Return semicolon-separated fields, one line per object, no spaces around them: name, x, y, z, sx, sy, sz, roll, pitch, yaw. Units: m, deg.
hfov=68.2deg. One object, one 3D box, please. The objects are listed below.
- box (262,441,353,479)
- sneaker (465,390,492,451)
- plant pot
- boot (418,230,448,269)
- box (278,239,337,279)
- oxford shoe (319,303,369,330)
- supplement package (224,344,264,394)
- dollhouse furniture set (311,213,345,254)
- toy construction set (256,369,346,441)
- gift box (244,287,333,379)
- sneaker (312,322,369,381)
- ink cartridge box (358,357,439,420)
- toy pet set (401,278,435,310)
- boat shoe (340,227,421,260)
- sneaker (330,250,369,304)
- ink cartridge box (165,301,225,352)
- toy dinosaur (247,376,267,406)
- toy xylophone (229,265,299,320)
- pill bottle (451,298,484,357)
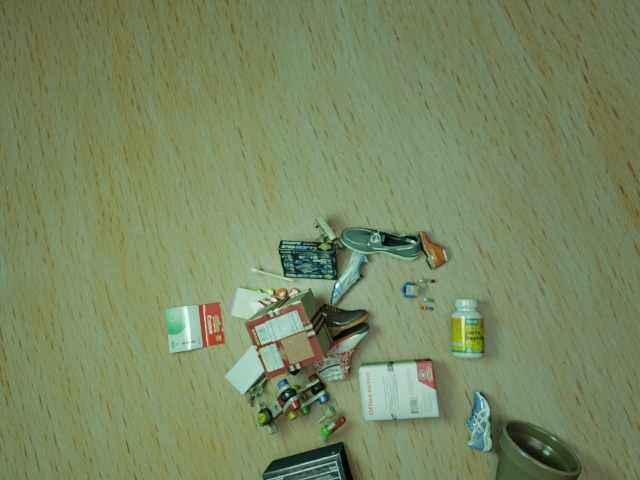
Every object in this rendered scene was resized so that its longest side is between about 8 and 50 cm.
box;-0.021;0.933;1.717;0.296;0.183;0.294;-16;81;4
sneaker;0.574;0.659;1.721;0.081;0.080;0.211;-2;80;5
plant pot;0.708;0.791;1.616;0.262;0.263;0.230;22;104;11
boot;0.439;0.027;1.851;0.084;0.059;0.158;-24;87;1
box;-0.046;0.079;1.855;0.220;0.175;0.051;2;48;9
oxford shoe;0.050;0.294;1.836;0.271;0.097;0.099;-12;96;7
supplement package;-0.268;0.499;1.859;0.105;0.105;0.179;41;89;12
dollhouse furniture set;0.000;0.000;1.870;0.123;0.151;0.144;-35;76;2
toy construction set;-0.093;0.645;1.777;0.309;0.257;0.237;44;107;4
gift box;-0.127;0.324;1.713;0.276;0.258;0.255;-18;91;9
sneaker;0.098;0.434;1.808;0.270;0.090;0.145;-32;95;9
ink cartridge box;0.288;0.553;1.762;0.272;0.114;0.197;-6;82;7
toy pet set;0.378;0.206;1.841;0.114;0.065;0.122;8;85;-25
boat shoe;0.236;-0.007;1.844;0.319;0.099;0.116;13;55;7
sneaker;0.112;0.155;1.866;0.086;0.085;0.237;30;90;6
ink cartridge box;-0.518;0.356;1.946;0.224;0.056;0.181;-11;80;9
toy dinosaur;-0.244;0.576;1.849;0.053;0.092;0.183;35;98;2
toy xylophone;-0.210;0.244;1.900;0.322;0.081;0.236;20;85;11
pill bottle;0.546;0.325;1.755;0.117;0.117;0.209;0;81;9
